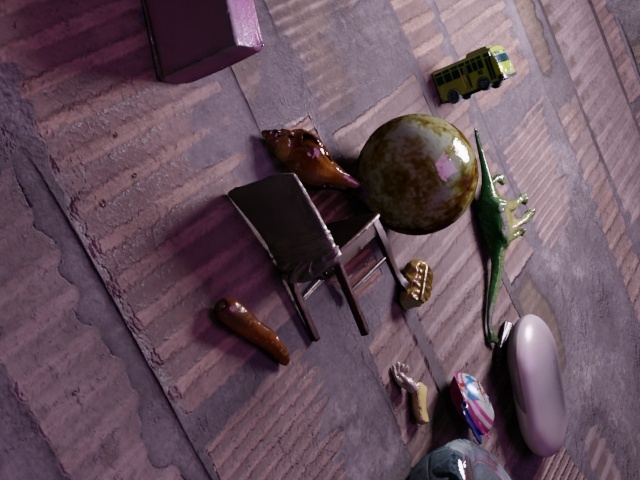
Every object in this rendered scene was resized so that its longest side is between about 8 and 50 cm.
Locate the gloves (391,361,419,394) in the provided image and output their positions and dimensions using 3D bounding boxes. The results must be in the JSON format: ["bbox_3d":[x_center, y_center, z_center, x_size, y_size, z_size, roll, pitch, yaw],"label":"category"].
[{"bbox_3d":[0.167,0.273,1.911,0.081,0.037,0.044,60,-1,5],"label":"gloves"}]

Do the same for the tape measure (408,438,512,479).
[{"bbox_3d":[0.281,0.517,1.846,0.256,0.147,0.275,19,39,-55],"label":"tape measure"}]

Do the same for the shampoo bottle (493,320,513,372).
[{"bbox_3d":[0.421,0.247,2.266,0.048,0.027,0.137,58,39,-36],"label":"shampoo bottle"}]

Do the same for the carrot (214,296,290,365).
[{"bbox_3d":[-0.106,0.150,1.599,0.191,0.047,0.047,45,45,-42],"label":"carrot"}]

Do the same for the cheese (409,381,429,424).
[{"bbox_3d":[0.197,0.323,1.941,0.044,0.030,0.083,13,61,-43],"label":"cheese"}]

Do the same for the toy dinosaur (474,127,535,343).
[{"bbox_3d":[0.384,-0.017,2.295,0.300,0.087,0.447,-34,100,-34],"label":"toy dinosaur"}]

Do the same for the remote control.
[{"bbox_3d":[0.501,0.335,2.261,0.221,0.103,0.332,-22,103,-62],"label":"remote control"}]

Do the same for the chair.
[{"bbox_3d":[0.000,0.000,1.699,0.186,0.160,0.319,-43,113,-45],"label":"chair"}]

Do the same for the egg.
[{"bbox_3d":[0.194,-0.128,1.933,0.289,0.238,0.238,2,75,-72],"label":"egg"}]

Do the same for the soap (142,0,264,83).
[{"bbox_3d":[-0.200,-0.399,1.557,0.081,0.181,0.260,-4,80,-54],"label":"soap"}]

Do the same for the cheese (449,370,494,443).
[{"bbox_3d":[0.311,0.343,2.002,0.155,0.062,0.244,60,11,-3],"label":"cheese"}]

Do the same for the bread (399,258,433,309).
[{"bbox_3d":[0.197,0.089,2.005,0.066,0.060,0.110,22,54,-13],"label":"bread"}]

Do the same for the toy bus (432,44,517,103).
[{"bbox_3d":[0.359,-0.388,2.294,0.088,0.175,0.101,-21,92,-54],"label":"toy bus"}]

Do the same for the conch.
[{"bbox_3d":[-0.013,-0.131,1.783,0.233,0.086,0.080,49,43,-28],"label":"conch"}]
